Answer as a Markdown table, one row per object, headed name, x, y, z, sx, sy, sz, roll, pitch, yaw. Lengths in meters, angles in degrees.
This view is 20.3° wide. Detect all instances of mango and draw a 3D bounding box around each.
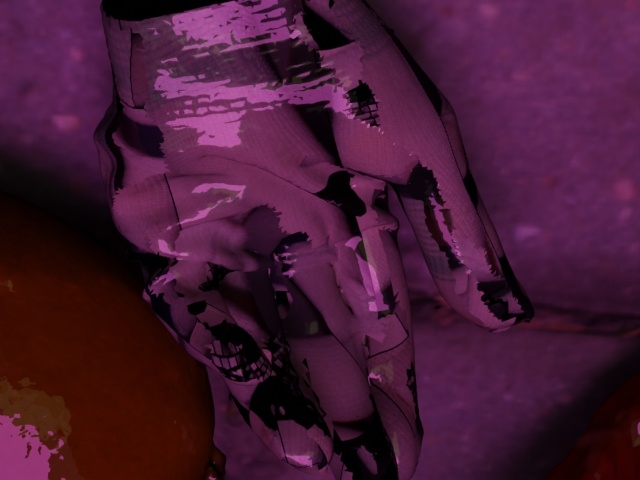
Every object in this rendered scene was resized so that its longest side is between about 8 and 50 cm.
| name | x | y | z | sx | sy | sz | roll | pitch | yaw |
| --- | --- | --- | --- | --- | --- | --- | --- | --- | --- |
| mango | -0.149 | 0.055 | 0.687 | 0.236 | 0.136 | 0.166 | 22 | 109 | -12 |

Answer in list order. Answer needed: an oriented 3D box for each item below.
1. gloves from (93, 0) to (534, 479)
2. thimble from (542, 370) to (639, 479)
| name | x | y | z | sx | sy | sz | roll | pitch | yaw |
| --- | --- | --- | --- | --- | --- | --- | --- | --- | --- |
| gloves | -0.006 | -0.002 | 0.665 | 0.128 | 0.111 | 0.212 | -29 | 124 | -22 |
| thimble | 0.229 | 0.179 | 0.674 | 0.231 | 0.350 | 0.350 | 37 | 117 | -26 |
